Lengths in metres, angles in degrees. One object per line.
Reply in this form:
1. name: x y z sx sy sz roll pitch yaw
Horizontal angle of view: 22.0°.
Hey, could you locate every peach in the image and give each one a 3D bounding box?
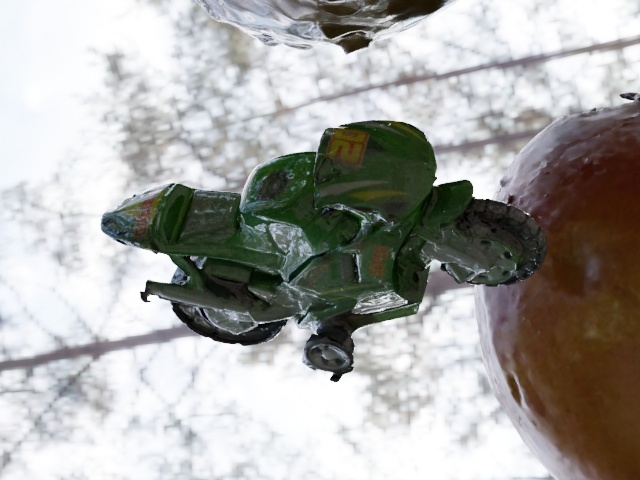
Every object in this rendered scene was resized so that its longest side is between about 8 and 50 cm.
1. peach: 0.212 0.040 1.004 0.280 0.238 0.281 10 -117 -19

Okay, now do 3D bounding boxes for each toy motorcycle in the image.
1. toy motorcycle: 0.000 0.000 0.719 0.106 0.190 0.074 49 -139 -35

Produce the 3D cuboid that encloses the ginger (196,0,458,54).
1. ginger: 0.029 -0.220 0.887 0.269 0.200 0.223 -16 -84 -9
